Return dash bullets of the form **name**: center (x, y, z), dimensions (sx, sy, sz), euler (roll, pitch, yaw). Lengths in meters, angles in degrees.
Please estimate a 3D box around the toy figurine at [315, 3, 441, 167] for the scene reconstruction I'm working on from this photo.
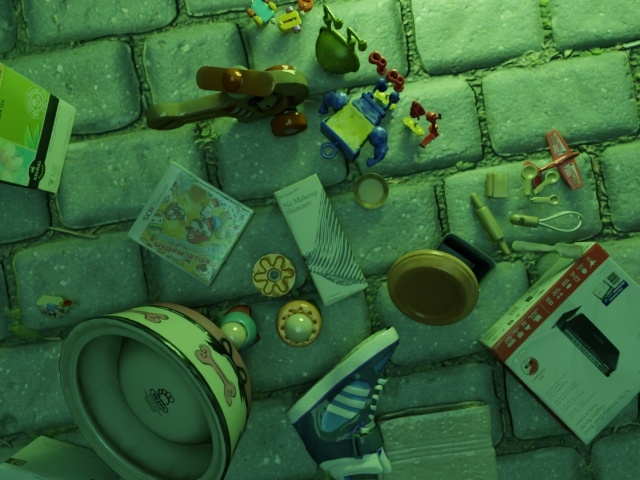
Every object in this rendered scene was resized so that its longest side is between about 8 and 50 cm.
- **toy figurine**: center (0.059, -0.283, 0.964), dimensions (0.362, 0.191, 0.217), euler (44, 94, 2)

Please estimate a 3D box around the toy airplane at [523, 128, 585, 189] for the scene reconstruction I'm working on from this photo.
- **toy airplane**: center (0.546, -0.175, 1.035), dimensions (0.151, 0.028, 0.151), euler (0, 87, 1)

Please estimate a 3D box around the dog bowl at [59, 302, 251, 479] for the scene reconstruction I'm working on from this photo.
- **dog bowl**: center (-0.319, 0.307, 0.897), dimensions (0.407, 0.150, 0.409), euler (8, 111, 22)

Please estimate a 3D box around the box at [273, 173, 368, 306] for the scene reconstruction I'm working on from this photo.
- **box**: center (0.000, 0.000, 1.000), dimensions (0.113, 0.094, 0.275), euler (-26, 90, -1)

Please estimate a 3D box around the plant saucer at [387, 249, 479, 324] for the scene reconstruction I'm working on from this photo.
- **plant saucer**: center (0.241, 0.113, 0.971), dimensions (0.199, 0.037, 0.200), euler (12, 124, 18)

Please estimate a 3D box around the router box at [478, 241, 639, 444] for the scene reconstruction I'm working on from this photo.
- **router box**: center (0.591, 0.224, 1.004), dimensions (0.301, 0.082, 0.335), euler (44, 89, 1)

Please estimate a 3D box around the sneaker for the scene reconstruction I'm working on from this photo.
- **sneaker**: center (0.105, 0.372, 0.964), dimensions (0.322, 0.130, 0.236), euler (-42, 80, 5)

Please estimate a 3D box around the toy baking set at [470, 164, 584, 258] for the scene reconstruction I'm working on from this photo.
- **toy baking set**: center (0.466, -0.057, 0.996), dimensions (0.196, 0.030, 0.257), euler (-24, 76, 15)

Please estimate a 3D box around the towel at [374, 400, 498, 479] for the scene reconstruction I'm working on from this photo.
- **towel**: center (0.260, 0.480, 1.019), dimensions (0.281, 0.049, 0.187), euler (-7, 91, 0)

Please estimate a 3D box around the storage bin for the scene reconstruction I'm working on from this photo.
- **storage bin**: center (0.307, 0.055, 1.001), dimensions (0.135, 0.091, 0.098), euler (34, 89, 1)

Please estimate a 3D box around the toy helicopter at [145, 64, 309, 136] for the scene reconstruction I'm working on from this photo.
- **toy helicopter**: center (-0.199, -0.291, 0.933), dimensions (0.354, 0.235, 0.140), euler (-12, 90, 0)

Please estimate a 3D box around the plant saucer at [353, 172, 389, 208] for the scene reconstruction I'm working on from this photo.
- **plant saucer**: center (0.119, -0.116, 1.040), dimensions (0.083, 0.015, 0.084), euler (0, 90, 0)

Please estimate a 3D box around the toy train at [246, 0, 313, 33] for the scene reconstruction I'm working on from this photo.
- **toy train**: center (-0.088, -0.544, 1.033), dimensions (0.166, 0.046, 0.125), euler (6, 88, -3)

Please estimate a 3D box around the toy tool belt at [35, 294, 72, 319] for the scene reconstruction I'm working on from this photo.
- **toy tool belt**: center (-0.611, 0.158, 1.025), dimensions (0.083, 0.052, 0.051), euler (7, 121, 3)

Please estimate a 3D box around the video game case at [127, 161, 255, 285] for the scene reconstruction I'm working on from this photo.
- **video game case**: center (-0.302, -0.039, 1.034), dimensions (0.226, 0.026, 0.207), euler (31, 90, 0)

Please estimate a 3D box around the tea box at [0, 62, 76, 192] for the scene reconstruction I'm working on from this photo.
- **tea box**: center (-0.754, -0.251, 0.888), dimensions (0.328, 0.323, 0.220), euler (13, 89, -1)

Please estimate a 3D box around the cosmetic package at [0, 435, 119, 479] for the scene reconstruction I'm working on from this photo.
- **cosmetic package**: center (-0.605, 0.662, 0.964), dimensions (0.217, 0.156, 0.386), euler (17, 88, 0)

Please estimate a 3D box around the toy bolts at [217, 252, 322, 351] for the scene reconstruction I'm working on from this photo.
- **toy bolts**: center (-0.128, 0.152, 0.965), dimensions (0.228, 0.158, 0.219), euler (-23, 89, 0)
